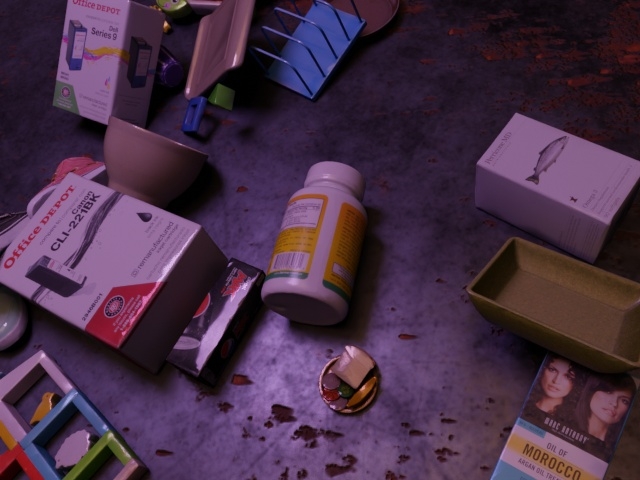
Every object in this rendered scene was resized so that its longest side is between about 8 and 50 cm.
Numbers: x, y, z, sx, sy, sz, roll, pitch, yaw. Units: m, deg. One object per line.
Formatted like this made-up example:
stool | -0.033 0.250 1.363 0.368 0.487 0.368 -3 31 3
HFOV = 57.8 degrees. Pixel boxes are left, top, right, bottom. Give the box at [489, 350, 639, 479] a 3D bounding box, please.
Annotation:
box | 0.250 0.240 0.627 0.100 0.060 0.244 24 68 25

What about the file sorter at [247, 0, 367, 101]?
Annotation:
file sorter | -0.025 -0.354 0.997 0.118 0.104 0.170 32 85 27

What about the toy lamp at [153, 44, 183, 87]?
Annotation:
toy lamp | -0.369 -0.367 1.127 0.274 0.080 0.080 32 72 30

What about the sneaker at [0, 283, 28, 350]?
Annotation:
sneaker | -0.551 0.056 0.876 0.094 0.151 0.256 -41 60 -13

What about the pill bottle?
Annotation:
pill bottle | 0.000 0.000 0.795 0.117 0.118 0.209 6 62 17

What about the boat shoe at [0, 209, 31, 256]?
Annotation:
boat shoe | -0.491 -0.013 0.885 0.070 0.219 0.078 37 109 -9

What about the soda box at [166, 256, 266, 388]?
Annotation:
soda box | -0.136 0.111 0.801 0.060 0.053 0.169 20 66 23

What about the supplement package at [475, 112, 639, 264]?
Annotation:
supplement package | 0.310 -0.071 0.769 0.179 0.105 0.105 31 72 27

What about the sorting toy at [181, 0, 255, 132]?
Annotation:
sorting toy | -0.166 -0.350 1.022 0.196 0.047 0.348 -8 69 54

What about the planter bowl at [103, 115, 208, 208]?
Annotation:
planter bowl | -0.273 -0.116 0.921 0.162 0.162 0.109 23 94 24

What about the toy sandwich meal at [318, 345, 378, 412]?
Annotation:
toy sandwich meal | 0.036 0.176 0.735 0.085 0.029 0.086 -6 59 10

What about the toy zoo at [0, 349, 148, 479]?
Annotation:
toy zoo | -0.389 0.281 0.775 0.293 0.030 0.192 33 73 28

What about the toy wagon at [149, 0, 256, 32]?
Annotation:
toy wagon | -0.204 -0.550 1.155 0.344 0.068 0.267 -36 74 3

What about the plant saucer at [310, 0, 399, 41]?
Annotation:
plant saucer | 0.064 -0.427 1.084 0.168 0.029 0.169 -6 59 9

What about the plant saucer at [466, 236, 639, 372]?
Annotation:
plant saucer | 0.283 0.077 0.683 0.188 0.045 0.188 24 32 25

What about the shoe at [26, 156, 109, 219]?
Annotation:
shoe | -0.419 -0.085 0.955 0.081 0.064 0.178 17 38 27

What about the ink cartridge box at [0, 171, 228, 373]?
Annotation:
ink cartridge box | -0.308 0.039 0.848 0.272 0.114 0.197 21 67 25

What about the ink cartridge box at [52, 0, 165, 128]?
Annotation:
ink cartridge box | -0.377 -0.321 1.028 0.154 0.093 0.213 22 104 24
